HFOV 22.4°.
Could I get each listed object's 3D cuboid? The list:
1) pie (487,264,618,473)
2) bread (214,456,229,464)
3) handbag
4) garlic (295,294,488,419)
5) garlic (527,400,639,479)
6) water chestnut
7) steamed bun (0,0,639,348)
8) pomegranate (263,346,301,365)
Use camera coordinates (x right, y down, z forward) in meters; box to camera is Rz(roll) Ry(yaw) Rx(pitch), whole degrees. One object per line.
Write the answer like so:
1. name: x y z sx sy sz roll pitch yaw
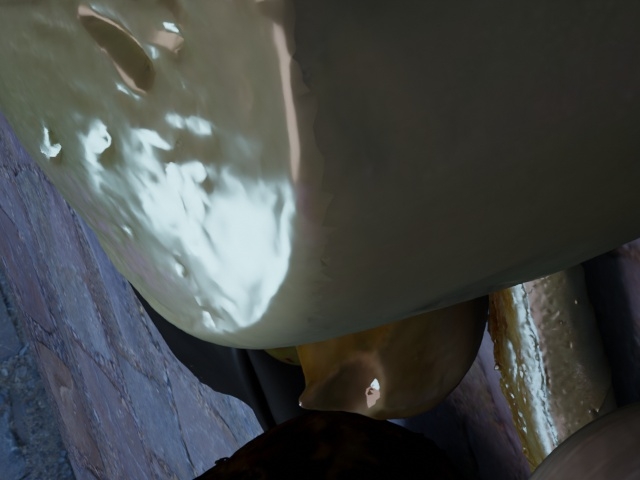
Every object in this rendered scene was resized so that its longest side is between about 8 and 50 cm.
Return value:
1. pie: 0.154 0.066 1.097 0.128 0.068 0.282 -137 29 -72
2. bread: -0.126 0.439 1.873 0.242 0.405 0.346 16 115 53
3. handbag: -0.091 0.100 1.717 0.285 0.113 0.257 33 147 47
4. garlic: 0.007 -0.009 1.228 0.338 0.196 0.151 53 141 40
5. garlic: 0.225 0.190 0.741 0.322 0.322 0.241 -159 75 -64
6. water chestnut: -0.004 0.325 1.390 0.302 0.350 0.350 53 163 -13
7. steamed bun: 0.026 -0.114 0.790 0.456 0.371 0.290 32 142 63
8. pomegranate: -0.021 0.052 1.451 0.130 0.130 0.130 52 156 36
